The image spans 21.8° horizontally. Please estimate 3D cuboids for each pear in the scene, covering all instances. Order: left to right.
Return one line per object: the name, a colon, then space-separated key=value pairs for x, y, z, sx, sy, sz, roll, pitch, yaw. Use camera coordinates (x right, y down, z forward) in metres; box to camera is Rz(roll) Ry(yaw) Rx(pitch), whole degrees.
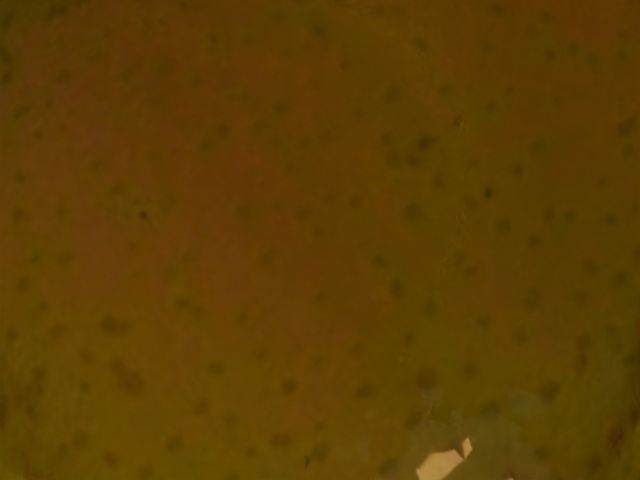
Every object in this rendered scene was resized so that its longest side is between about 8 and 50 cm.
pear: x=0.000 y=0.000 z=0.615 sx=0.391 sy=0.391 sz=0.391 roll=-24 pitch=140 yaw=-21
